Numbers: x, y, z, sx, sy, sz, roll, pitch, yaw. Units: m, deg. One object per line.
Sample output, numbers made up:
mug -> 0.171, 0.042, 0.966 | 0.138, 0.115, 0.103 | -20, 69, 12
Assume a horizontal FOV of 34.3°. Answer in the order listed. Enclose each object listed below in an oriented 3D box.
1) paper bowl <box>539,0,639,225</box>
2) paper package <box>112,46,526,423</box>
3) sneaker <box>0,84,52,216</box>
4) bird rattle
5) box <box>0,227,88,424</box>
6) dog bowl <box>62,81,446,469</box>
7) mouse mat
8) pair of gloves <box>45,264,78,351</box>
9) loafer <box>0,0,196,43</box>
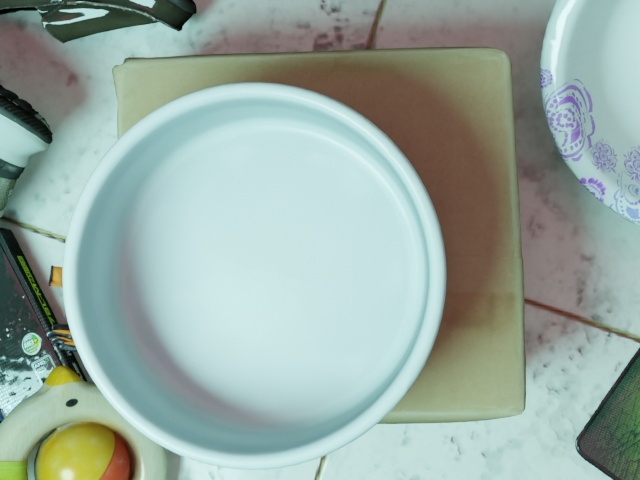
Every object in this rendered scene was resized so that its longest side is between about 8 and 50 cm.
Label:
paper bowl -> 0.330, -0.150, 0.848 | 0.284, 0.148, 0.284 | 7, 112, 16
paper package -> 0.000, 0.000, 0.885 | 0.325, 0.168, 0.309 | -2, 88, 3
sneaker -> -0.481, -0.105, 0.862 | 0.447, 0.169, 0.257 | 32, 93, -10
bird rattle -> -0.215, 0.228, 0.890 | 0.253, 0.143, 0.207 | 39, 72, -15
box -> -0.335, 0.111, 0.964 | 0.191, 0.045, 0.184 | -27, 88, 2
dog bowl -> -0.043, 0.025, 0.751 | 0.265, 0.104, 0.265 | 0, 88, 5
mouse mat -> 0.340, 0.155, 0.932 | 0.153, 0.007, 0.189 | 35, 89, 5
pair of gloves -> -0.215, 0.062, 0.956 | 0.074, 0.010, 0.083 | 5, 71, -24
loafer -> -0.222, -0.220, 0.963 | 0.220, 0.080, 0.078 | 13, 98, 10
